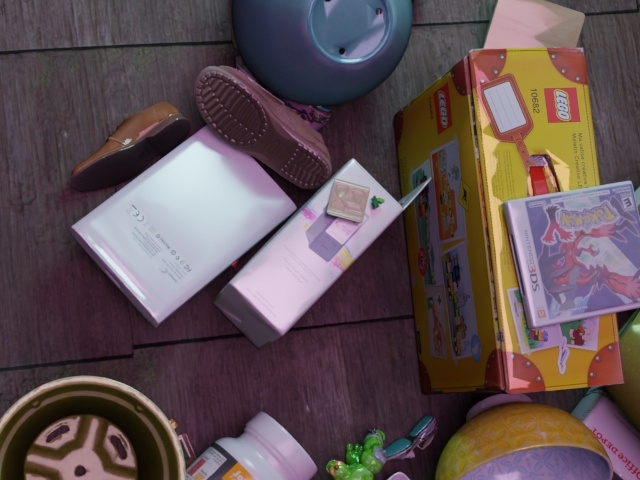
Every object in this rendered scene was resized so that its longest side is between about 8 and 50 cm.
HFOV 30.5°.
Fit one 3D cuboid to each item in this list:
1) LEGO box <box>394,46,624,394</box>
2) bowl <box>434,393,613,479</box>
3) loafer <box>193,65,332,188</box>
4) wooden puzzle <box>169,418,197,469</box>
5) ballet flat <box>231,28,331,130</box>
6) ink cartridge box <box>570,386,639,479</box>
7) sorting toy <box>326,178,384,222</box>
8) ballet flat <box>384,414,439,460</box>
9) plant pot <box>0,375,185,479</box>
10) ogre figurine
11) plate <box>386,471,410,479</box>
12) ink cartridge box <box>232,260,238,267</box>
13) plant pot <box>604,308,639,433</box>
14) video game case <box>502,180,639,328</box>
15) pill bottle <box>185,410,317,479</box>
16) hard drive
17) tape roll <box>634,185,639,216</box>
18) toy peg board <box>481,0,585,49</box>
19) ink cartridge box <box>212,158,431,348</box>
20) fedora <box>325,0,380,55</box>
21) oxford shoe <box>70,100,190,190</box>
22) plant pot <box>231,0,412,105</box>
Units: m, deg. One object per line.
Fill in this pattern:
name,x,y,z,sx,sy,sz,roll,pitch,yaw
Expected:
LEGO box,0.280,-0.011,1.855,0.193,0.372,0.500,-4,83,-14
bowl,0.309,0.340,1.893,0.290,0.289,0.156,-1,50,-14
loafer,-0.093,-0.189,1.917,0.268,0.092,0.102,41,115,-15
wooden puzzle,-0.234,0.349,1.863,0.079,0.014,0.116,-29,90,-16
ballet flat,-0.082,-0.259,1.960,0.221,0.077,0.079,41,109,-10
ink cartridge box,0.536,0.301,2.013,0.160,0.092,0.219,44,75,-4
sorting toy,0.054,-0.056,1.778,0.083,0.012,0.062,15,70,-5
ballet flat,0.153,0.338,1.946,0.114,0.041,0.041,-37,91,-15
plant pot,-0.346,0.340,1.713,0.276,0.254,0.276,2,81,-12
ogre figurine,0.047,0.384,1.871,0.197,0.118,0.097,-30,90,-16
plate,0.113,0.565,1.898,0.278,0.045,0.277,-41,93,-15
ink cartridge box,-0.178,-0.007,1.920,0.115,0.029,0.062,25,76,-7
plant pot,0.598,0.240,1.873,0.293,0.275,0.275,37,75,10
video game case,0.370,0.019,1.667,0.201,0.023,0.183,-9,84,-16
pill bottle,-0.147,0.404,1.799,0.278,0.162,0.162,-43,93,-15
hard drive,-0.214,-0.033,1.873,0.307,0.040,0.203,-41,86,-27
tape roll,0.612,0.003,1.999,0.169,0.246,0.246,36,75,-7
toy peg board,0.362,-0.346,2.087,0.161,0.079,0.160,15,94,-10
ink cartridge box,0.000,0.000,1.870,0.119,0.207,0.353,45,73,-1
fedora,-0.013,-0.415,1.972,0.244,0.124,0.275,-39,92,-15
oxford shoe,-0.317,-0.153,1.900,0.212,0.076,0.076,-33,60,-13
plant pot,0.022,-0.344,1.813,0.290,0.195,0.290,-3,103,-13
